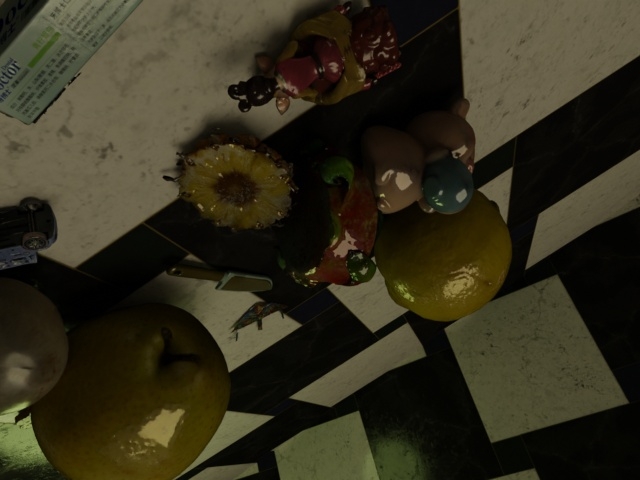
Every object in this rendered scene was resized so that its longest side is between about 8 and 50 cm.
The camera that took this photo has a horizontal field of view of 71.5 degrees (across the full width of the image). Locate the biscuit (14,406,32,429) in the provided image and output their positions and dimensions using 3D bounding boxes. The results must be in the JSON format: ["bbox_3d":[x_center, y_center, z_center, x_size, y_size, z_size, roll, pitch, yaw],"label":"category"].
[{"bbox_3d":[-0.652,0.411,1.101,0.175,0.026,0.124,-17,146,-24],"label":"biscuit"}]

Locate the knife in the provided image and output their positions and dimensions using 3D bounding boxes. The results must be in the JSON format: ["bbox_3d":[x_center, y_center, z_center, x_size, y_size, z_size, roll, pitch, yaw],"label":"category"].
[{"bbox_3d":[-0.215,0.089,1.015,0.061,0.027,0.343,-46,150,18],"label":"knife"}]

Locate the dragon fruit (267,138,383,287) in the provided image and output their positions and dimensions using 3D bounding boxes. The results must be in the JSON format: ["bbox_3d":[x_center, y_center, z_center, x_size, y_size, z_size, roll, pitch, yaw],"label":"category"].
[{"bbox_3d":[0.005,-0.042,0.805,0.130,0.269,0.295,1,153,-28],"label":"dragon fruit"}]

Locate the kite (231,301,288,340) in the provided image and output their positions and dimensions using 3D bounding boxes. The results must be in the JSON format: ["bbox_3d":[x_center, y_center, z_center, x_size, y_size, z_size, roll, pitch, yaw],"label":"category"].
[{"bbox_3d":[-0.174,0.214,1.257,0.182,0.010,0.160,-23,146,-20],"label":"kite"}]

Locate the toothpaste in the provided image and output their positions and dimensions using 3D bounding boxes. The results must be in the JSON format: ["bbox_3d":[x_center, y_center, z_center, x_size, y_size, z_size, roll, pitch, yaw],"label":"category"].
[{"bbox_3d":[-0.219,-0.261,0.437,0.336,0.081,0.067,-39,149,13],"label":"toothpaste"}]

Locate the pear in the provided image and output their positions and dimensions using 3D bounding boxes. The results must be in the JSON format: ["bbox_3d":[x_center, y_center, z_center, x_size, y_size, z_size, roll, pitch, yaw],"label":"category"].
[{"bbox_3d":[-0.370,0.309,0.894,0.362,0.363,0.418,-4,145,-39],"label":"pear"}]

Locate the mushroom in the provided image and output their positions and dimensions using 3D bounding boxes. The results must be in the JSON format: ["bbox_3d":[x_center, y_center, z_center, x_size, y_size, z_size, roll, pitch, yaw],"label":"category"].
[{"bbox_3d":[-0.513,0.161,0.701,0.226,0.178,0.227,1,111,2],"label":"mushroom"}]

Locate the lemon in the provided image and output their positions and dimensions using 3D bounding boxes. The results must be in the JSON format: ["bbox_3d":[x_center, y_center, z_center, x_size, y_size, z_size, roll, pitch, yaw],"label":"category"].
[{"bbox_3d":[0.301,0.027,1.102,0.347,0.348,0.348,-23,149,-15],"label":"lemon"}]

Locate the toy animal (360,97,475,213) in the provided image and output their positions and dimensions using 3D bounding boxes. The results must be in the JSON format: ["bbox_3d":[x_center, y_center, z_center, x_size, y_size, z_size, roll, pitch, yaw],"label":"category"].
[{"bbox_3d":[0.188,-0.147,0.880,0.221,0.230,0.210,6,129,15],"label":"toy animal"}]

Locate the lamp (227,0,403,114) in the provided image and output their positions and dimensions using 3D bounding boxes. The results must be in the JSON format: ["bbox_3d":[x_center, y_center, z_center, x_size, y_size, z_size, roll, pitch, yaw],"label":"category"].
[{"bbox_3d":[-0.010,-0.243,0.629,0.253,0.118,0.118,-29,150,-6],"label":"lamp"}]

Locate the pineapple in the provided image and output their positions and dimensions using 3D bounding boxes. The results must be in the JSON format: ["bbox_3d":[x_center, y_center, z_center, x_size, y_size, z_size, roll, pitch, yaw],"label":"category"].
[{"bbox_3d":[-0.141,-0.094,0.731,0.221,0.047,0.221,1,138,1],"label":"pineapple"}]

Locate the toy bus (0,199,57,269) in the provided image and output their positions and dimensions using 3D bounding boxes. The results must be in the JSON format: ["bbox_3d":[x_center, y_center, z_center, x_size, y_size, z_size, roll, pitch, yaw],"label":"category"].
[{"bbox_3d":[-0.459,0.002,0.624,0.167,0.073,0.076,-14,149,-21],"label":"toy bus"}]
